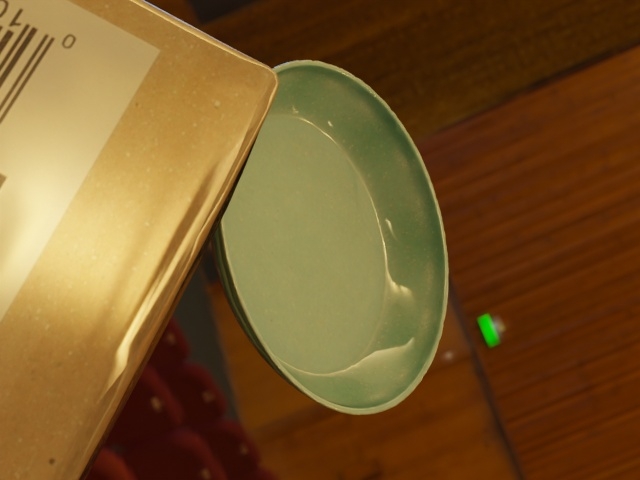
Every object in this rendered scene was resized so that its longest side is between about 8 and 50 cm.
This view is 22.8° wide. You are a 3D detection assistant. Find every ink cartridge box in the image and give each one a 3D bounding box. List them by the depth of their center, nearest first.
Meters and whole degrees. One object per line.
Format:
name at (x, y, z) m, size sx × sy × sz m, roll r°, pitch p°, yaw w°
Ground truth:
ink cartridge box at (-0.157, -0.006, 0.395) m, size 0.193 × 0.234 × 0.088 m, roll -65°, pitch -176°, yaw -26°

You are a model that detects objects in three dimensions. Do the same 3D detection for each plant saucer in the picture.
plant saucer at (0.000, 0.000, 0.530) m, size 0.119 × 0.021 × 0.119 m, roll 20°, pitch 64°, yaw -48°
